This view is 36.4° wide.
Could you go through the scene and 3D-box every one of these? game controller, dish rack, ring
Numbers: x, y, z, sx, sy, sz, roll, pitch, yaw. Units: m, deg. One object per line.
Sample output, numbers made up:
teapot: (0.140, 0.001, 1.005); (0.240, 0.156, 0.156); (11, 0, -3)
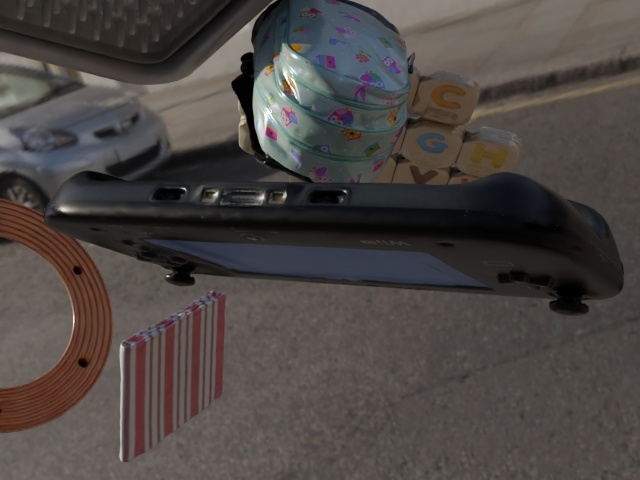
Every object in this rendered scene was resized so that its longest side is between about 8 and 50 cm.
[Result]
game controller: (0.000, 0.000, 0.549); (0.319, 0.067, 0.166); (2, -3, 30)
dish rack: (-0.175, -0.248, 0.802); (0.285, 0.072, 0.333); (9, -23, -35)
ring: (-0.437, 0.095, 1.292); (0.336, 0.336, 0.032); (-37, -1, -43)

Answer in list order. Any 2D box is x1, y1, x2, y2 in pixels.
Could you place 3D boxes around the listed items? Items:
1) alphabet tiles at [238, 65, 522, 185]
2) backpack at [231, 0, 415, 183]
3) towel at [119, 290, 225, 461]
alphabet tiles: (0.054, -0.097, 0.995); (0.284, 0.278, 0.021); (14, 64, 1)
backpack: (0.005, -0.123, 0.775); (0.152, 0.115, 0.182); (10, 37, -6)
towel: (-0.170, 0.150, 1.115); (0.029, 0.144, 0.197); (13, 21, 25)
